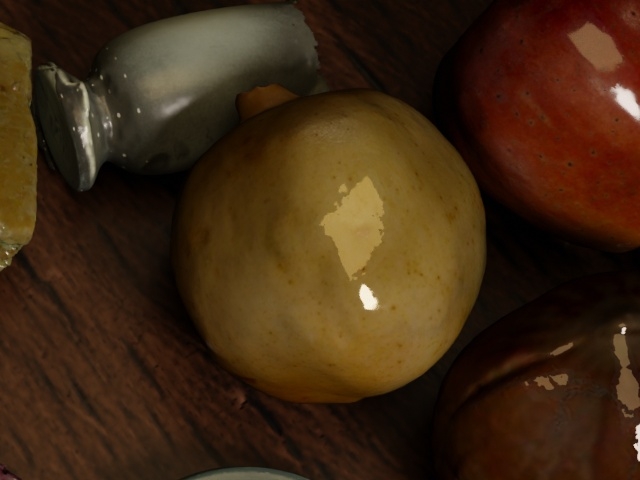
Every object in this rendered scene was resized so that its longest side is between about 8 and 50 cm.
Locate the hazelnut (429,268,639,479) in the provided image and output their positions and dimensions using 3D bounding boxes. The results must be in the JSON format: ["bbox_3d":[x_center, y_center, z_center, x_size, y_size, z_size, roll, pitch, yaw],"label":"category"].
[{"bbox_3d":[0.189,0.117,1.174,0.229,0.229,0.229,5,67,-11],"label":"hazelnut"}]

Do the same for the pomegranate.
[{"bbox_3d":[0.004,0.006,1.179,0.233,0.233,0.233,5,67,-11],"label":"pomegranate"}]

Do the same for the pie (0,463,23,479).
[{"bbox_3d":[-0.256,0.202,1.132,0.154,0.036,0.154,5,67,-11],"label":"pie"}]

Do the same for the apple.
[{"bbox_3d":[0.196,-0.111,1.271,0.234,0.234,0.234,5,67,-11],"label":"apple"}]

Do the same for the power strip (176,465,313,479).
[{"bbox_3d":[-0.030,0.238,1.159,0.253,0.054,0.167,13,66,-6],"label":"power strip"}]

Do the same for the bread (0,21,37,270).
[{"bbox_3d":[-0.266,-0.076,1.192,0.138,0.102,0.196,19,57,-31],"label":"bread"}]

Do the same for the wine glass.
[{"bbox_3d":[-0.101,-0.107,1.255,0.204,0.111,0.111,-17,72,-18],"label":"wine glass"}]
